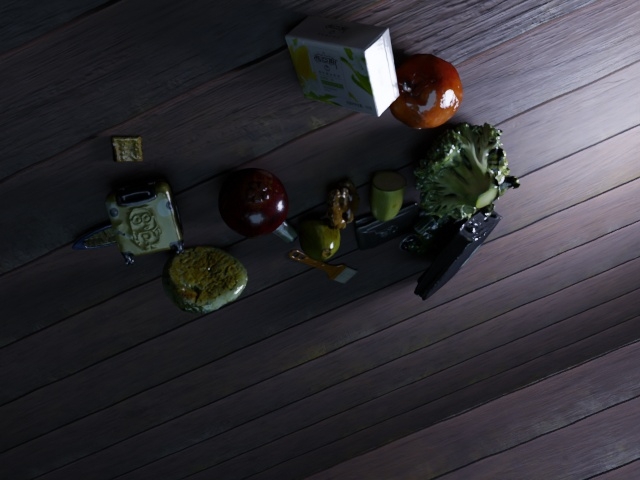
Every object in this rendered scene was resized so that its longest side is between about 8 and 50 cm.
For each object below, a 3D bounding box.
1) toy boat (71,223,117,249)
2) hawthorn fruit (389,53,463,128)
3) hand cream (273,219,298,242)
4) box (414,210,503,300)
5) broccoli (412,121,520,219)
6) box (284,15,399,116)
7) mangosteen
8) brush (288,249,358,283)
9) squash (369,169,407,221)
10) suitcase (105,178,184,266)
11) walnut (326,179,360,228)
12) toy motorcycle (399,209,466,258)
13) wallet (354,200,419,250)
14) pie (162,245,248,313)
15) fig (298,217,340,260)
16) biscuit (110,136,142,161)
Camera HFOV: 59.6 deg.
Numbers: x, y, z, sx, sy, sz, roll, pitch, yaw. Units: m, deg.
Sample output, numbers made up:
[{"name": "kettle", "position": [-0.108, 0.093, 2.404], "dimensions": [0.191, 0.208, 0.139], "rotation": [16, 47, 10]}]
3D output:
[{"name": "toy boat", "position": [-0.661, -0.020, 1.743], "dimensions": [0.229, 0.045, 0.080], "rotation": [-17, 137, -3]}, {"name": "hawthorn fruit", "position": [0.273, -0.409, 1.539], "dimensions": [0.211, 0.211, 0.299], "rotation": [-48, 171, 26]}, {"name": "hand cream", "position": [-0.161, -0.064, 1.876], "dimensions": [0.086, 0.055, 0.235], "rotation": [-39, 126, 15]}, {"name": "box", "position": [0.510, 0.049, 2.083], "dimensions": [0.359, 0.091, 0.350], "rotation": [-26, 153, -51]}, {"name": "broccoli", "position": [0.472, -0.211, 1.832], "dimensions": [0.335, 0.271, 0.324], "rotation": [-19, 160, -4]}, {"name": "box", "position": [0.057, -0.446, 1.424], "dimensions": [0.111, 0.261, 0.194], "rotation": [-47, 141, -23]}, {"name": "mangosteen", "position": [-0.213, -0.103, 1.722], "dimensions": [0.215, 0.215, 0.257], "rotation": [-2, 161, -18]}, {"name": "brush", "position": [0.005, 0.095, 2.114], "dimensions": [0.315, 0.017, 0.090], "rotation": [24, 121, -35]}, {"name": "squash", "position": [0.218, -0.137, 1.889], "dimensions": [0.123, 0.123, 0.186], "rotation": [-8, 138, -12]}, {"name": "suitcase", "position": [-0.514, -0.063, 1.653], "dimensions": [0.194, 0.143, 0.234], "rotation": [-12, 111, -8]}, {"name": "walnut", "position": [0.069, -0.123, 1.872], "dimensions": [0.143, 0.069, 0.170], "rotation": [-40, 142, -32]}, {"name": "toy motorcycle", "position": [0.422, -0.040, 2.049], "dimensions": [0.275, 0.124, 0.187], "rotation": [-44, 140, 16]}, {"name": "wallet", "position": [0.245, -0.051, 2.034], "dimensions": [0.245, 0.052, 0.168], "rotation": [-20, 141, -3]}, {"name": "pie", "position": [-0.382, 0.123, 1.835], "dimensions": [0.277, 0.277, 0.078], "rotation": [-1, 136, -18]}, {"name": "fig", "position": [0.000, 0.000, 1.910], "dimensions": [0.144, 0.165, 0.154], "rotation": [-15, 136, 1]}, {"name": "biscuit", "position": [-0.544, -0.257, 1.571], "dimensions": [0.082, 0.018, 0.083], "rotation": [-5, 135, -16]}]
